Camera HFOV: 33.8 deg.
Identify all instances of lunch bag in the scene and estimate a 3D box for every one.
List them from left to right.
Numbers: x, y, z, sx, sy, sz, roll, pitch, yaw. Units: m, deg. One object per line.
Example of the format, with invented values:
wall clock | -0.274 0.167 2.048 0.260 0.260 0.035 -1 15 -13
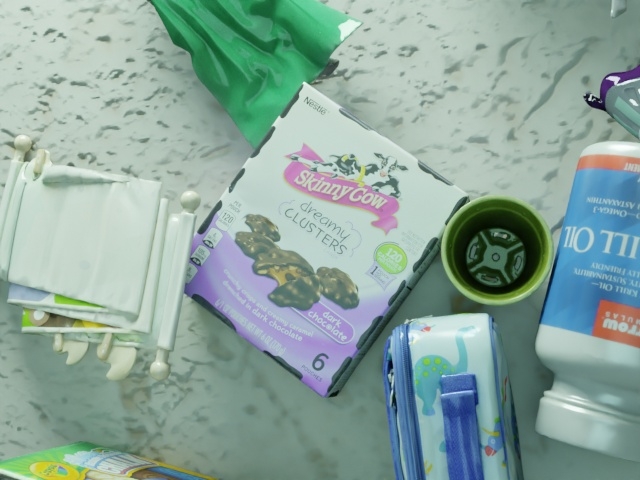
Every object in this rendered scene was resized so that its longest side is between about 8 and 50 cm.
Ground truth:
lunch bag | 0.103 0.162 0.767 0.090 0.176 0.218 -8 84 8

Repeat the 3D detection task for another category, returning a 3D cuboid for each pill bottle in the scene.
pill bottle | 0.231 0.047 0.785 0.124 0.124 0.221 13 86 10

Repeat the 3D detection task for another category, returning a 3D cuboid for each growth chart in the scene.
growth chart | -0.197 0.014 0.871 0.237 0.021 0.171 16 89 32

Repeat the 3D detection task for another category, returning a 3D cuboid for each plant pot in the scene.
plant pot | 0.139 0.011 0.825 0.083 0.079 0.083 -1 84 9

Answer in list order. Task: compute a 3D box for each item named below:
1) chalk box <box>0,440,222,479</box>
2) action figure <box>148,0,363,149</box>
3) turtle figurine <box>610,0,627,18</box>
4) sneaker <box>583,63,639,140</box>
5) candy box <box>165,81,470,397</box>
chalk box | -0.166 0.264 0.801 0.289 0.179 0.180 15 88 11
action figure | -0.091 -0.204 0.893 0.232 0.063 0.137 43 94 7
turtle figurine | 0.218 -0.327 0.794 0.266 0.275 0.198 -47 114 -2
sneaker | 0.312 -0.162 0.820 0.224 0.083 0.098 -39 51 -9
candy box | 0.000 0.000 0.853 0.165 0.070 0.196 35 91 12
